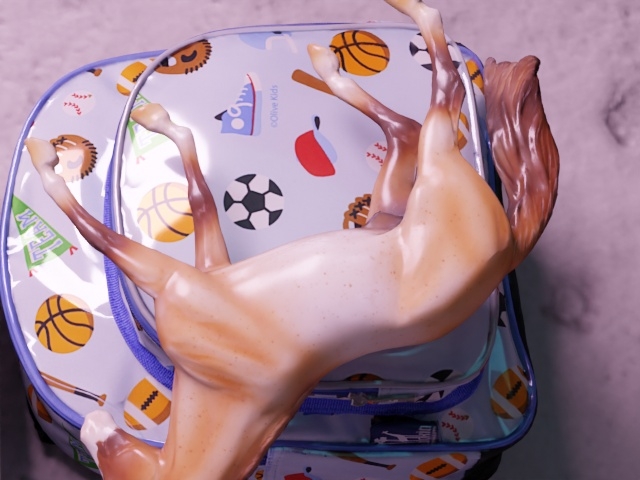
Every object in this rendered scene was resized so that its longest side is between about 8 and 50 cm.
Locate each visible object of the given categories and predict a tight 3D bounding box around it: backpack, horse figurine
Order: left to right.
[{"bbox_3d":[-0.032,0.014,0.801,0.263,0.213,0.276,-5,64,-1],"label":"backpack"},{"bbox_3d":[0.000,0.000,0.666,0.263,0.066,0.174,-23,80,-9],"label":"horse figurine"}]
